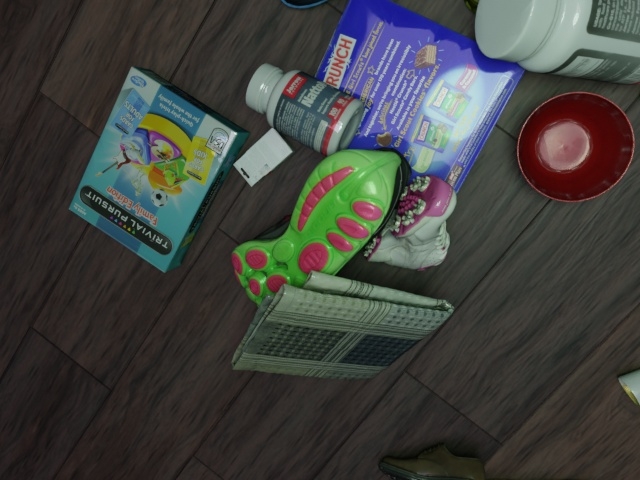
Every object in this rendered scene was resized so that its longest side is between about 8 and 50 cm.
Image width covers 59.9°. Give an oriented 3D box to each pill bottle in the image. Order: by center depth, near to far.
[{"bbox_3d":[0.393,-0.332,0.845,0.283,0.161,0.161,1,103,-20],"label":"pill bottle"},{"bbox_3d":[-0.029,-0.221,0.928,0.180,0.108,0.108,29,106,9],"label":"pill bottle"}]

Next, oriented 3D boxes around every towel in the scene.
[{"bbox_3d":[0.025,0.168,1.014,0.324,0.056,0.312,10,142,-22],"label":"towel"}]

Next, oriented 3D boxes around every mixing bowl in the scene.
[{"bbox_3d":[0.430,-0.162,0.964,0.181,0.098,0.182,2,101,12],"label":"mixing bowl"}]

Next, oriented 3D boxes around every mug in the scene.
[{"bbox_3d":[0.606,0.270,1.041,0.064,0.078,0.062,-33,60,8],"label":"mug"}]

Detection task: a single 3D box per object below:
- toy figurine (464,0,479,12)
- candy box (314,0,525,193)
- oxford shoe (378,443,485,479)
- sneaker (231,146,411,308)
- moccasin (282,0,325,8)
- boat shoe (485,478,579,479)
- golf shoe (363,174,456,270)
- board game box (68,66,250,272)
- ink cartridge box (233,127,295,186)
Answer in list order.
[{"bbox_3d":[0.331,-0.510,0.816,0.362,0.217,0.191,-31,95,31],"label":"toy figurine"},{"bbox_3d":[0.153,-0.256,0.996,0.317,0.122,0.268,28,108,5],"label":"candy box"},{"bbox_3d":[0.231,0.472,1.154,0.227,0.096,0.083,-2,138,29],"label":"oxford shoe"},{"bbox_3d":[0.000,0.000,1.018,0.185,0.202,0.483,56,135,4],"label":"sneaker"},{"bbox_3d":[0.069,-0.508,0.951,0.342,0.117,0.138,-26,75,15],"label":"moccasin"},{"bbox_3d":[0.416,0.545,1.111,0.277,0.098,0.096,-4,99,12],"label":"boat shoe"},{"bbox_3d":[0.182,-0.021,0.976,0.140,0.306,0.115,22,72,-6],"label":"golf shoe"},{"bbox_3d":[-0.338,-0.143,1.152,0.253,0.079,0.336,32,106,5],"label":"board game box"},{"bbox_3d":[-0.114,-0.168,1.122,0.115,0.029,0.063,-39,91,18],"label":"ink cartridge box"}]
